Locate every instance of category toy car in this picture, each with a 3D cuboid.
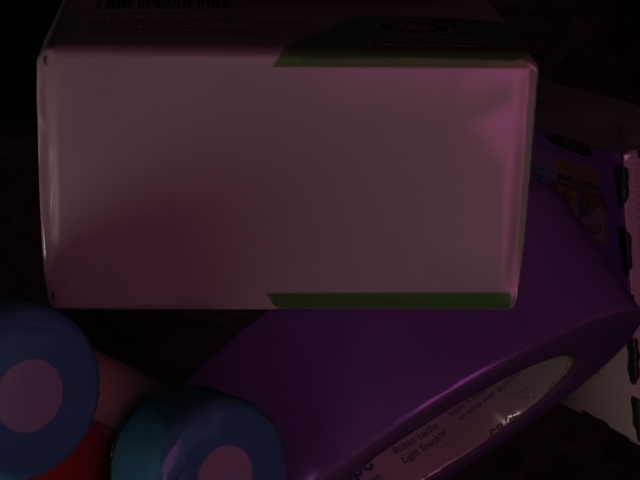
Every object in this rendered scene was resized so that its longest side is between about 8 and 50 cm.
[{"bbox_3d":[-0.175,0.144,0.730,0.210,0.219,0.238,30,77,-38],"label":"toy car"}]

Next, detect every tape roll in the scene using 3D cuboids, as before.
[{"bbox_3d":[0.044,0.083,0.923,0.275,0.090,0.275,-29,164,-9],"label":"tape roll"}]

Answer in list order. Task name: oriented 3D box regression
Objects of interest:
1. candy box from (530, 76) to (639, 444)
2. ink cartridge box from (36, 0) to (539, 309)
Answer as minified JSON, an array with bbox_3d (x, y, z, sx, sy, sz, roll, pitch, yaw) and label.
[{"bbox_3d":[0.164,0.008,1.031,0.070,0.165,0.196,-23,118,-28],"label":"candy box"},{"bbox_3d":[-0.022,-0.068,0.784,0.201,0.278,0.117,0,109,-4],"label":"ink cartridge box"}]
